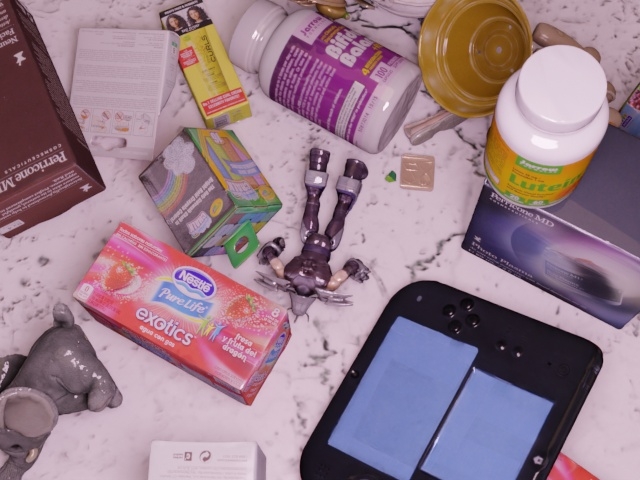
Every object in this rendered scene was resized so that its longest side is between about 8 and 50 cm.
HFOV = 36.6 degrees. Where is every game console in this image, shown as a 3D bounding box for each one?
[{"bbox_3d":[0.182,0.261,1.421,0.342,0.060,0.386,20,70,35],"label":"game console"}]

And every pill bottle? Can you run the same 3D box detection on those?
[{"bbox_3d":[0.284,-0.142,1.221,0.136,0.245,0.136,-1,72,3],"label":"pill bottle"},{"bbox_3d":[0.004,-0.284,1.625,0.301,0.169,0.169,30,74,10],"label":"pill bottle"}]

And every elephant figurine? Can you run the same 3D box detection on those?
[{"bbox_3d":[-0.431,0.244,1.443,0.239,0.169,0.186,-31,79,-14],"label":"elephant figurine"}]

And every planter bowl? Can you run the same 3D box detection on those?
[{"bbox_3d":[0.272,-0.312,1.587,0.090,0.217,0.217,-14,65,-47],"label":"planter bowl"}]

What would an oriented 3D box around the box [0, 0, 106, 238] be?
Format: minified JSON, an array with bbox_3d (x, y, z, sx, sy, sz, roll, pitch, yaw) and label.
[{"bbox_3d":[-0.528,-0.218,1.615,0.191,0.143,0.381,-27,74,1],"label":"box"}]

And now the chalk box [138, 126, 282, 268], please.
[{"bbox_3d":[-0.162,-0.059,1.543,0.132,0.132,0.213,-42,73,27],"label":"chalk box"}]

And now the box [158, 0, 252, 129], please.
[{"bbox_3d":[-0.203,-0.308,1.694,0.087,0.058,0.232,-21,72,-7],"label":"box"}]

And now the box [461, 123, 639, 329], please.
[{"bbox_3d":[0.392,-0.036,1.466,0.296,0.294,0.182,27,73,11],"label":"box"}]

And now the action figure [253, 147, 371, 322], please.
[{"bbox_3d":[0.000,0.000,1.568,0.185,0.099,0.285,16,75,-1],"label":"action figure"}]

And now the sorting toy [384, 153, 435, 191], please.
[{"bbox_3d":[0.152,-0.116,1.646,0.083,0.012,0.062,5,76,-1],"label":"sorting toy"}]

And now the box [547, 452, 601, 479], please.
[{"bbox_3d":[0.378,0.415,1.397,0.257,0.122,0.128,35,77,12],"label":"box"}]

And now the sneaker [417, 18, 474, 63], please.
[{"bbox_3d":[0.185,-0.402,1.700,0.269,0.101,0.153,27,76,12],"label":"sneaker"}]

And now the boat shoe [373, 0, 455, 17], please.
[{"bbox_3d":[0.102,-0.450,1.646,0.277,0.096,0.098,22,93,29],"label":"boat shoe"}]

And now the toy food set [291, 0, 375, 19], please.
[{"bbox_3d":[-0.013,-0.421,1.689,0.192,0.038,0.132,0,30,-36],"label":"toy food set"}]

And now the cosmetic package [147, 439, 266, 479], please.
[{"bbox_3d":[-0.159,0.372,1.387,0.151,0.183,0.151,1,71,1],"label":"cosmetic package"}]

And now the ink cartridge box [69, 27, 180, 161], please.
[{"bbox_3d":[-0.343,-0.252,1.671,0.181,0.056,0.224,6,90,18],"label":"ink cartridge box"}]

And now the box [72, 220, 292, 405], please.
[{"bbox_3d":[-0.206,0.117,1.497,0.300,0.154,0.142,27,73,11],"label":"box"}]

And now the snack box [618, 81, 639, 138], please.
[{"bbox_3d":[0.557,-0.244,1.600,0.070,0.174,0.207,38,74,10],"label":"snack box"}]

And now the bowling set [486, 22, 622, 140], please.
[{"bbox_3d":[0.387,-0.219,1.621,0.154,0.200,0.287,26,38,-4],"label":"bowling set"}]

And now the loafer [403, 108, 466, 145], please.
[{"bbox_3d":[0.202,-0.208,1.663,0.125,0.045,0.039,-28,66,-6],"label":"loafer"}]
